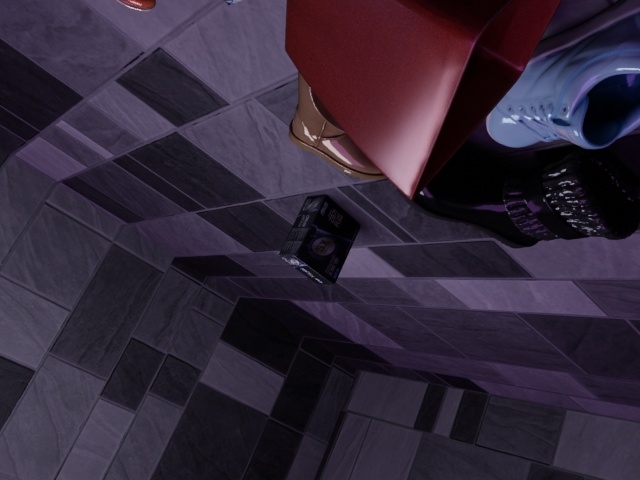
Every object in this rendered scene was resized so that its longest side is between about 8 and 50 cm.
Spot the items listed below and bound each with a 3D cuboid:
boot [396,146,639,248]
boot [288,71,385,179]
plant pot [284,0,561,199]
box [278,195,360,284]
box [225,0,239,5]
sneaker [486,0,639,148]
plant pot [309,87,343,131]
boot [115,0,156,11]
[{"bbox_3d":[0.323,-0.092,1.022,0.348,0.131,0.260,19,169,-18],"label":"boot"},{"bbox_3d":[0.057,-0.223,1.070,0.236,0.089,0.269,19,156,-2],"label":"boot"},{"bbox_3d":[0.107,-0.258,0.678,0.236,0.267,0.267,37,156,14],"label":"plant pot"},{"bbox_3d":[0.000,0.000,1.550,0.147,0.180,0.078,39,157,-33],"label":"box"},{"bbox_3d":[-0.147,-0.416,0.897,0.094,0.027,0.137,2,150,44],"label":"box"},{"bbox_3d":[0.323,-0.179,0.787,0.135,0.150,0.366,29,159,-10],"label":"sneaker"},{"bbox_3d":[0.101,-0.246,0.926,0.237,0.032,0.236,-1,145,-1],"label":"plant pot"},{"bbox_3d":[-0.326,-0.443,0.993,0.158,0.059,0.085,38,151,-31],"label":"boot"}]
